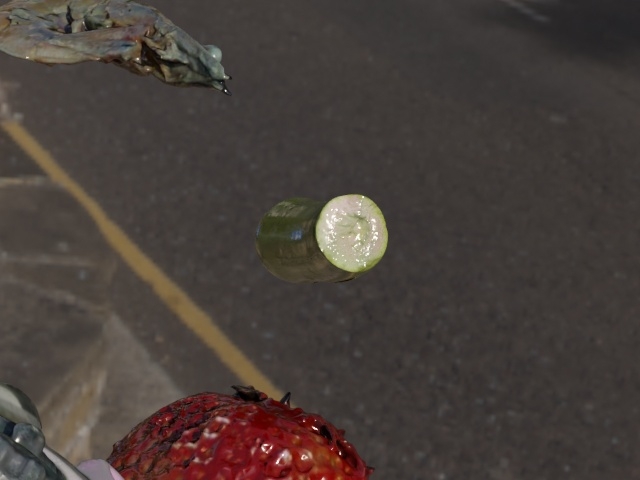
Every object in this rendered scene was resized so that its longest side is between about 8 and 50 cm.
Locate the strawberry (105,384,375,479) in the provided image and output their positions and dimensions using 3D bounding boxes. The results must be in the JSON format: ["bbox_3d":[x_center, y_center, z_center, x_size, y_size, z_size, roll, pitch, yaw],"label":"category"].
[{"bbox_3d":[-0.098,0.268,1.167,0.239,0.250,0.288,-1,16,39],"label":"strawberry"}]

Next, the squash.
[{"bbox_3d":[0.000,0.000,1.206,0.083,0.083,0.250,2,-1,-15],"label":"squash"}]

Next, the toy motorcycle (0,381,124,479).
[{"bbox_3d":[-0.219,0.127,0.718,0.327,0.188,0.143,5,60,40],"label":"toy motorcycle"}]

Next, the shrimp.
[{"bbox_3d":[-0.214,-0.190,1.339,0.164,0.062,0.317,-26,37,-38],"label":"shrimp"}]
